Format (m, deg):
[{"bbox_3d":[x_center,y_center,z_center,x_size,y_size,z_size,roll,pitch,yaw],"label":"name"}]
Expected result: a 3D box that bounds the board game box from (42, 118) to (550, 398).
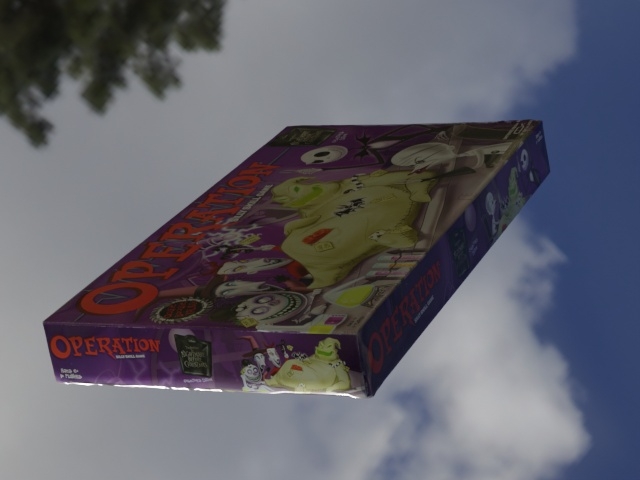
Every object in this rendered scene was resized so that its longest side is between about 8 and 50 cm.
[{"bbox_3d":[0.000,0.000,1.102,0.208,0.056,0.347,-4,-159,27],"label":"board game box"}]
